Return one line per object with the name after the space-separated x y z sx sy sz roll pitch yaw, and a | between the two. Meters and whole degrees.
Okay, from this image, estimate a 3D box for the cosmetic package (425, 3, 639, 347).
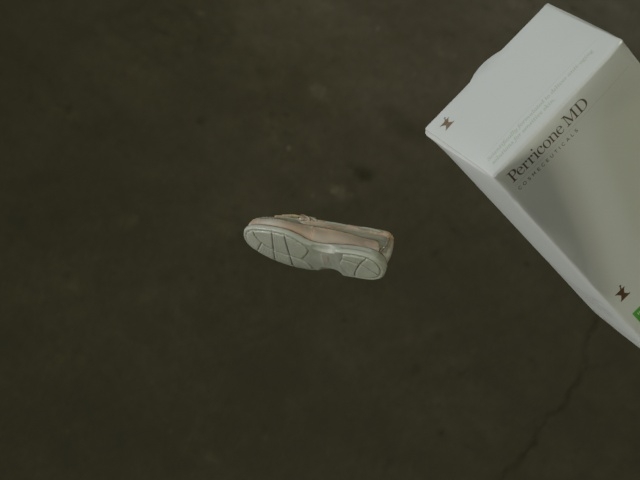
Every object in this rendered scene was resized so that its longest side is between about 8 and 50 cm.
0.309 -0.055 1.490 0.365 0.197 0.155 41 2 -34 | cosmetic package

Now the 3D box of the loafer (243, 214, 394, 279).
0.000 0.000 1.142 0.125 0.045 0.039 14 53 17 | loafer
